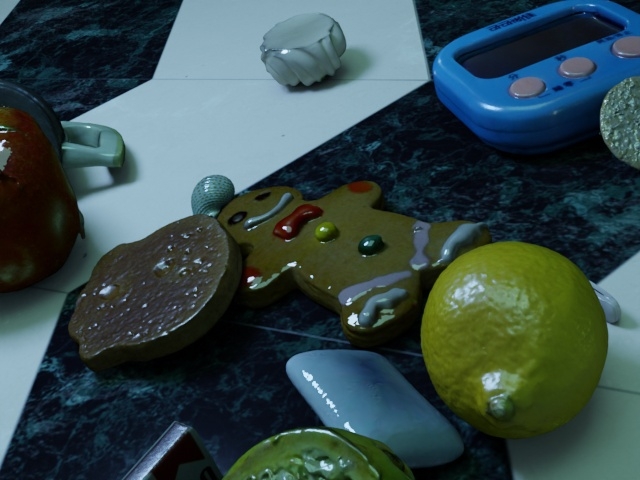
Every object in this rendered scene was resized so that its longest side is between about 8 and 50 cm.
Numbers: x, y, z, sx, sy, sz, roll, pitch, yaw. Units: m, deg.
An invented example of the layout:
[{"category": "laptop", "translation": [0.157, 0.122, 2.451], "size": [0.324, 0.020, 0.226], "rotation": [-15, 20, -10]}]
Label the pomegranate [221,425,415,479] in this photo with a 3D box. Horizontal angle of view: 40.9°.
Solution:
[{"category": "pomegranate", "translation": [0.012, 0.285, 0.732], "size": [0.190, 0.159, 0.240], "rotation": [-11, 60, 27]}]

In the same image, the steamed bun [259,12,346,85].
[{"category": "steamed bun", "translation": [-0.032, -0.366, 1.683], "size": [0.183, 0.106, 0.182], "rotation": [-14, 37, 10]}]

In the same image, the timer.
[{"category": "timer", "translation": [0.368, -0.265, 1.363], "size": [0.340, 0.115, 0.309], "rotation": [-22, 37, -7]}]

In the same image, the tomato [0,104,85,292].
[{"category": "tomato", "translation": [-0.506, -0.050, 1.330], "size": [0.304, 0.239, 0.303], "rotation": [-17, 44, 17]}]

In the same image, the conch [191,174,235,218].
[{"category": "conch", "translation": [-0.179, -0.072, 1.383], "size": [0.076, 0.056, 0.085], "rotation": [-11, 32, 31]}]

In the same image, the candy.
[{"category": "candy", "translation": [0.053, 0.176, 0.904], "size": [0.138, 0.071, 0.174], "rotation": [6, 23, -32]}]

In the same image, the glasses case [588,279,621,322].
[{"category": "glasses case", "translation": [0.316, 0.066, 0.998], "size": [0.021, 0.032, 0.083], "rotation": [-29, 36, -14]}]

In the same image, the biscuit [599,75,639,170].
[{"category": "biscuit", "translation": [0.461, -0.163, 1.199], "size": [0.152, 0.020, 0.152], "rotation": [0, 71, -1]}]

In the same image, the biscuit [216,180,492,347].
[{"category": "biscuit", "translation": [0.000, -0.001, 1.198], "size": [0.283, 0.064, 0.432], "rotation": [-37, 40, -26]}]

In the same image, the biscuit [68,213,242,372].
[{"category": "biscuit", "translation": [-0.226, 0.071, 1.190], "size": [0.257, 0.049, 0.273], "rotation": [-22, 32, 11]}]

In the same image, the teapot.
[{"category": "teapot", "translation": [-0.539, -0.200, 1.562], "size": [0.322, 0.239, 0.239], "rotation": [-22, 21, 2]}]

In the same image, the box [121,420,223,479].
[{"category": "box", "translation": [-0.168, 0.279, 0.837], "size": [0.036, 0.115, 0.177], "rotation": [5, 39, 39]}]

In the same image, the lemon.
[{"category": "lemon", "translation": [0.195, 0.099, 0.876], "size": [0.187, 0.186, 0.244], "rotation": [-6, 36, 16]}]
